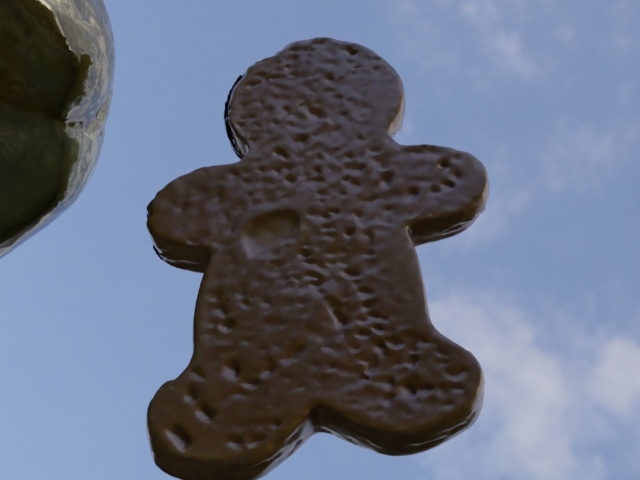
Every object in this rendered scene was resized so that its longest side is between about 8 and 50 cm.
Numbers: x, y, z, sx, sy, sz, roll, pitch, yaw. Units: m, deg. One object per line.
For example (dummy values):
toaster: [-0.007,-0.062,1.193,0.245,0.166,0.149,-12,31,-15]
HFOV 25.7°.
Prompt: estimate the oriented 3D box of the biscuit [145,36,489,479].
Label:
biscuit: [0.000,0.000,0.872,0.216,0.339,0.047,-8,-42,2]

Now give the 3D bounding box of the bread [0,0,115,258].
bread: [-0.307,-0.121,1.010,0.341,0.210,0.300,-39,-68,19]
